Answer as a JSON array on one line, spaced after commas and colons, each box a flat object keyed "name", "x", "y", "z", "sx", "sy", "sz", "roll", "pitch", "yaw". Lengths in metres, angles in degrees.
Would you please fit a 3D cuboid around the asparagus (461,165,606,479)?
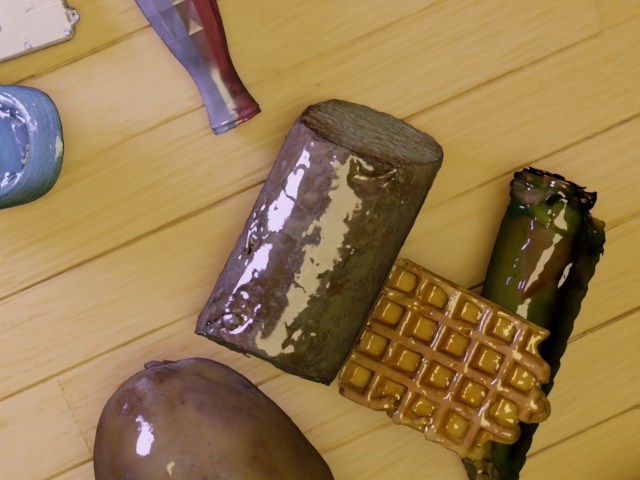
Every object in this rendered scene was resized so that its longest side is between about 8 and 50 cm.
[{"name": "asparagus", "x": 0.208, "y": 0.115, "z": 1.944, "sx": 0.108, "sy": 0.128, "sz": 0.382, "roll": 20, "pitch": 93, "yaw": 32}]

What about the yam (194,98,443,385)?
[{"name": "yam", "x": 0.000, "y": 0.000, "z": 1.887, "sx": 0.168, "sy": 0.168, "sz": 0.304, "roll": 25, "pitch": 93, "yaw": -9}]

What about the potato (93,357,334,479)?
[{"name": "potato", "x": -0.100, "y": 0.273, "z": 1.849, "sx": 0.221, "sy": 0.243, "sz": 0.326, "roll": -34, "pitch": 98, "yaw": 10}]

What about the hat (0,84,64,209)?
[{"name": "hat", "x": -0.346, "y": -0.094, "z": 1.878, "sx": 0.191, "sy": 0.078, "sz": 0.138, "roll": -2, "pitch": 86, "yaw": 11}]

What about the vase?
[{"name": "vase", "x": -0.132, "y": -0.217, "z": 1.893, "sx": 0.086, "sy": 0.086, "sz": 0.214, "roll": -27, "pitch": 102, "yaw": -5}]

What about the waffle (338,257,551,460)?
[{"name": "waffle", "x": 0.141, "y": 0.134, "z": 1.869, "sx": 0.211, "sy": 0.055, "sz": 0.160, "roll": 28, "pitch": 95, "yaw": 14}]

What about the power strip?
[{"name": "power strip", "x": -0.350, "y": -0.222, "z": 1.884, "sx": 0.192, "sy": 0.035, "sz": 0.081, "roll": -19, "pitch": 96, "yaw": -6}]
